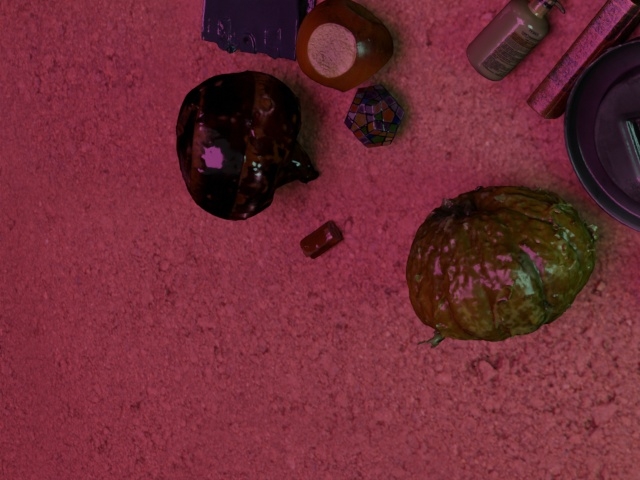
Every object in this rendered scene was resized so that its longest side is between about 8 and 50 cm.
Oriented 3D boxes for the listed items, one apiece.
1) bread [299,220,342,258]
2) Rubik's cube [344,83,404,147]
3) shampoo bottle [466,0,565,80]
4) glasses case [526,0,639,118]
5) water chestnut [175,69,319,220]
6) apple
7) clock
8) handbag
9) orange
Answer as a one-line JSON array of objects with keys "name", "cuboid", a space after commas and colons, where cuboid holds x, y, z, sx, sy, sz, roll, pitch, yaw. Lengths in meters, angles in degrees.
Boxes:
[{"name": "bread", "cuboid": [0.000, 0.000, 1.944, 0.083, 0.036, 0.047, -35, 78, 35]}, {"name": "Rubik's cube", "cuboid": [0.094, -0.215, 1.776, 0.093, 0.111, 0.111, 24, 119, 1]}, {"name": "shampoo bottle", "cuboid": [0.305, -0.327, 1.598, 0.079, 0.079, 0.162, 53, 127, 12]}, {"name": "glasses case", "cuboid": [0.405, -0.279, 1.541, 0.049, 0.075, 0.218, 45, 124, 14]}, {"name": "water chestnut", "cuboid": [-0.129, -0.170, 1.874, 0.300, 0.300, 0.300, 11, 109, 34]}, {"name": "apple", "cuboid": [0.038, -0.329, 1.752, 0.163, 0.146, 0.147, 36, 115, 5]}, {"name": "clock", "cuboid": [0.501, -0.150, 1.471, 0.312, 0.061, 0.313, 24, 130, 31]}, {"name": "handbag", "cuboid": [-0.119, -0.423, 1.893, 0.229, 0.062, 0.179, 20, 114, 31]}, {"name": "orange", "cuboid": [0.271, 0.029, 1.579, 0.301, 0.300, 0.223, 0, 122, 58]}]
